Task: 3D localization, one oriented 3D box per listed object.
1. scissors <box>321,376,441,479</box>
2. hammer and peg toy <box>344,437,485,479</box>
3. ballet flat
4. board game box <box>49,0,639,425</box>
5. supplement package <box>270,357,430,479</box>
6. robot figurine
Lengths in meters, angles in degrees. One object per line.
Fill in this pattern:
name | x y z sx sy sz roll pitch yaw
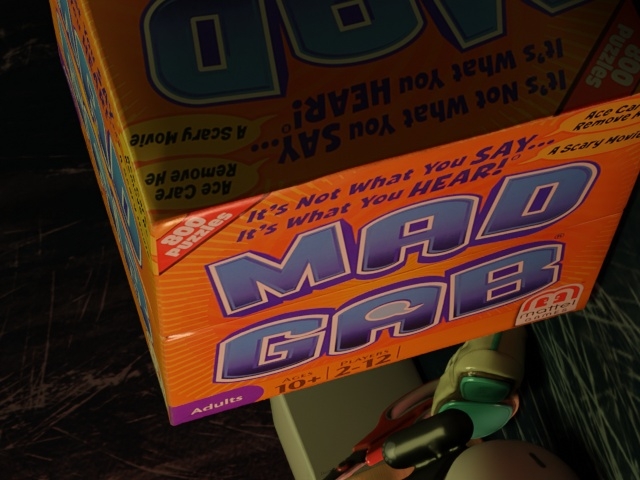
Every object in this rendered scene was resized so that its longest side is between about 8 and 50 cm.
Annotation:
scissors | 0.038 0.237 1.976 0.021 0.297 0.109 64 171 -25
hammer and peg toy | 0.109 0.414 1.943 0.127 0.266 0.361 46 -156 -69
ballet flat | 0.160 0.132 1.784 0.248 0.086 0.086 107 146 -70
board game box | 0.002 -0.126 1.369 0.356 0.356 0.356 95 158 -63
supplement package | 0.056 0.258 2.244 0.177 0.175 0.293 83 167 -48
robot figurine | 0.132 0.289 1.679 0.209 0.173 0.278 41 136 -13
